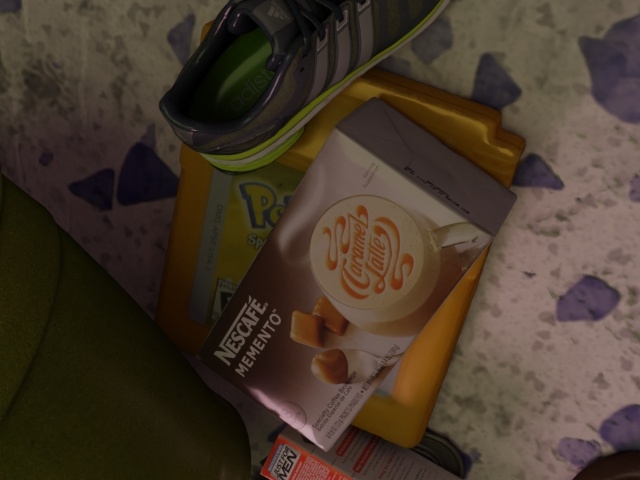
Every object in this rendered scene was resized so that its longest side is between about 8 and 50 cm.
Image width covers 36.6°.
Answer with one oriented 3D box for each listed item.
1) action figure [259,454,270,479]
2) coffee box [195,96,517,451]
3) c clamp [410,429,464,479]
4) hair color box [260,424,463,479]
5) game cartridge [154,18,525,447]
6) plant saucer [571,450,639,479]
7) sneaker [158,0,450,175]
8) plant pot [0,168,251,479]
[{"bbox_3d":[0.046,0.288,0.923,0.232,0.137,0.063,23,75,16],"label":"action figure"},{"bbox_3d":[0.024,0.030,0.776,0.141,0.098,0.246,36,120,5],"label":"coffee box"},{"bbox_3d":[0.072,0.234,0.947,0.161,0.022,0.137,25,120,11],"label":"c clamp"},{"bbox_3d":[0.040,0.218,0.892,0.167,0.093,0.053,30,113,10],"label":"hair color box"},{"bbox_3d":[0.000,0.000,0.855,0.285,0.052,0.323,21,120,13],"label":"game cartridge"},{"bbox_3d":[0.279,0.267,0.830,0.168,0.029,0.168,-1,87,25],"label":"plant saucer"},{"bbox_3d":[0.000,-0.164,0.708,0.111,0.121,0.300,44,103,8],"label":"sneaker"},{"bbox_3d":[-0.257,0.168,0.837,0.366,0.366,0.353,-27,131,31],"label":"plant pot"}]
